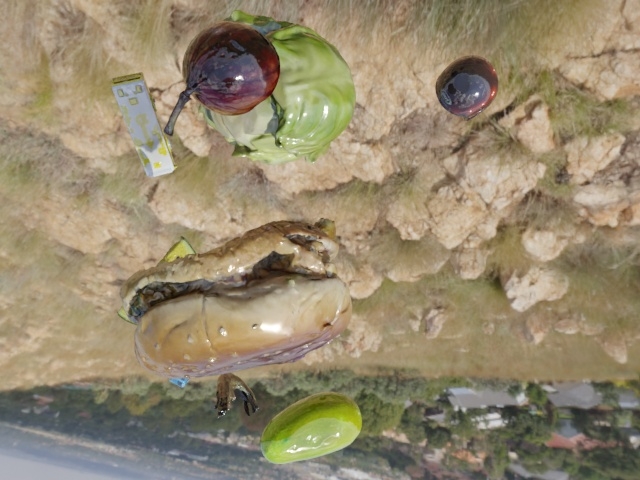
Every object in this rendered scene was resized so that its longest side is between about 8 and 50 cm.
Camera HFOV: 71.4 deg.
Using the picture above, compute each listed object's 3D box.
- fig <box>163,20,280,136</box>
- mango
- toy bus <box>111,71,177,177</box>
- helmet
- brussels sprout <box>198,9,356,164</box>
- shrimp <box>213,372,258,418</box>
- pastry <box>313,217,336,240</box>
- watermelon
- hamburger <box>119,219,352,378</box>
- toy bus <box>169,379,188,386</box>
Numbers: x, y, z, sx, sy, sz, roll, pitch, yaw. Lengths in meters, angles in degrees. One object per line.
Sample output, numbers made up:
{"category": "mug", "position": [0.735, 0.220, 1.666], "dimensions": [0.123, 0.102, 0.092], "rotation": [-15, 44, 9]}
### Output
{"category": "fig", "position": [-0.210, -0.340, 0.905], "dimensions": [0.203, 0.249, 0.186], "rotation": [3, 119, 38]}
{"category": "mango", "position": [-0.025, 0.486, 1.159], "dimensions": [0.272, 0.149, 0.185], "rotation": [-14, 158, -14]}
{"category": "toy bus", "position": [-0.401, -0.263, 1.026], "dimensions": [0.081, 0.074, 0.226], "rotation": [-16, 125, -12]}
{"category": "helmet", "position": [0.487, -0.509, 1.479], "dimensions": [0.189, 0.216, 0.193], "rotation": [60, 160, 6]}
{"category": "brussels sprout", "position": [-0.100, -0.405, 1.206], "dimensions": [0.425, 0.361, 0.342], "rotation": [45, 135, 18]}
{"category": "shrimp", "position": [-0.255, 0.478, 1.328], "dimensions": [0.152, 0.219, 0.046], "rotation": [43, 97, -9]}
{"category": "pastry", "position": [0.005, 0.000, 1.463], "dimensions": [0.081, 0.153, 0.153], "rotation": [22, 150, 8]}
{"category": "watermelon", "position": [-0.267, 0.095, 0.802], "dimensions": [0.075, 0.181, 0.092], "rotation": [40, 178, 43]}
{"category": "hamburger", "position": [-0.088, 0.077, 0.506], "dimensions": [0.243, 0.146, 0.286], "rotation": [-12, 168, -16]}
{"category": "toy bus", "position": [-0.301, 0.284, 1.003], "dimensions": [0.046, 0.083, 0.038], "rotation": [30, 137, 1]}
